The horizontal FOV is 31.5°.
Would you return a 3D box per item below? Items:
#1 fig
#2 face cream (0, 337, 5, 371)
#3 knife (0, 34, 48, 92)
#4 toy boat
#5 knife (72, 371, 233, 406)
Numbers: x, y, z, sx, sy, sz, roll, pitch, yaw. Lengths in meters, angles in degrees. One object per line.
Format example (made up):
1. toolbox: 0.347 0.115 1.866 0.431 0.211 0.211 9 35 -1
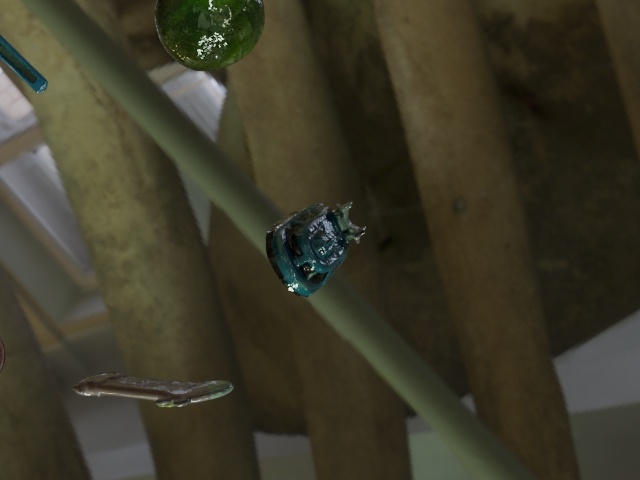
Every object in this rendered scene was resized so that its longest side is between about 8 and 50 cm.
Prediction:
1. fig: -0.186 -0.408 1.975 0.203 0.203 0.235 -42 -175 -12
2. face cream: -0.569 0.183 1.735 0.214 0.096 0.096 -13 -148 49
3. knife: -0.599 -0.377 2.029 0.044 0.296 0.026 -45 -169 6
4. toy boat: 0.000 0.000 2.001 0.092 0.134 0.299 -28 -174 21
5. knife: -0.309 0.269 2.029 0.132 0.038 0.398 -11 -174 -42
